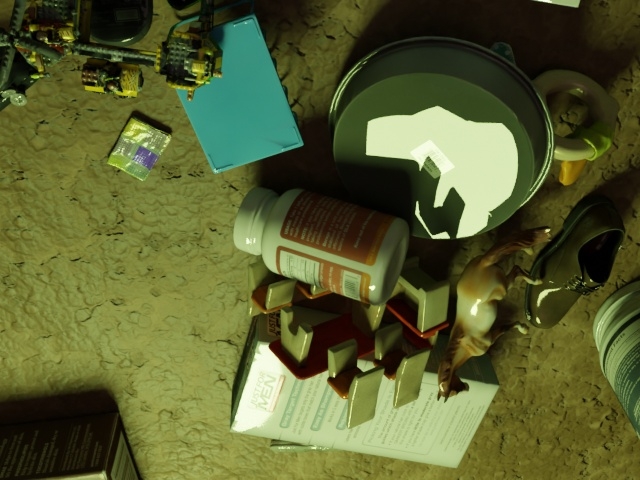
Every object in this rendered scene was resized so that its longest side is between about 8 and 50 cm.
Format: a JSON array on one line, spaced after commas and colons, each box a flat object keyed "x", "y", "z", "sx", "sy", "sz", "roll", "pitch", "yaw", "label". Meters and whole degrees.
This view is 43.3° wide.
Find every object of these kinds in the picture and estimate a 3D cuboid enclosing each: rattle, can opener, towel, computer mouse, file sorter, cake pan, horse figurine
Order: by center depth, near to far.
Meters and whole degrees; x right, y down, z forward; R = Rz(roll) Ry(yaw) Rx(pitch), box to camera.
[{"x": -0.207, "y": -0.361, "z": 0.912, "sx": 0.184, "sy": 0.060, "sz": 0.262, "roll": -9, "pitch": 110, "yaw": 6, "label": "computer mouse"}, {"x": -0.104, "y": -0.193, "z": 0.991, "sx": 0.118, "sy": 0.104, "sz": 0.170, "roll": -17, "pitch": 121, "yaw": 8, "label": "file sorter"}, {"x": -0.430, "y": -0.173, "z": 1.020, "sx": 0.186, "sy": 0.073, "sz": 0.059, "roll": -36, "pitch": 156, "yaw": 20, "label": "can opener"}, {"x": 0.145, "y": -0.114, "z": 1.026, "sx": 0.293, "sy": 0.054, "sz": 0.293, "roll": 11, "pitch": 133, "yaw": 12, "label": "cake pan"}, {"x": 0.282, "y": -0.167, "z": 1.077, "sx": 0.200, "sy": 0.143, "sz": 0.130, "roll": 19, "pitch": 87, "yaw": 2, "label": "rattle"}, {"x": -0.243, "y": -0.123, "z": 1.081, "sx": 0.060, "sy": 0.009, "sz": 0.083, "roll": 29, "pitch": 115, "yaw": -20, "label": "towel"}, {"x": 0.244, "y": 0.094, "z": 1.158, "sx": 0.175, "sy": 0.066, "sz": 0.263, "roll": -4, "pitch": 115, "yaw": -39, "label": "horse figurine"}]

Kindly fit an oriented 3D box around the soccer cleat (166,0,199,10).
[{"x": -0.109, "y": -0.328, "z": 0.926, "sx": 0.179, "sy": 0.072, "sz": 0.060, "roll": -39, "pitch": 116, "yaw": 18, "label": "soccer cleat"}]

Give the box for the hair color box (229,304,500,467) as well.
[{"x": 0.062, "y": 0.226, "z": 1.256, "sx": 0.375, "sy": 0.113, "sz": 0.185, "roll": 12, "pitch": 120, "yaw": -12, "label": "hair color box"}]

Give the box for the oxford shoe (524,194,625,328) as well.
[{"x": 0.367, "y": 0.050, "z": 1.178, "sx": 0.083, "sy": 0.096, "sz": 0.227, "roll": 12, "pitch": 122, "yaw": -13, "label": "oxford shoe"}]

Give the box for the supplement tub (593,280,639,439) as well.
[{"x": 0.525, "y": 0.198, "z": 1.174, "sx": 0.191, "sy": 0.272, "sz": 0.191, "roll": -2, "pitch": 122, "yaw": -2, "label": "supplement tub"}]

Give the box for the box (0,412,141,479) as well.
[{"x": -0.504, "y": 0.413, "z": 1.320, "sx": 0.382, "sy": 0.143, "sz": 0.191, "roll": -7, "pitch": 122, "yaw": 2, "label": "box"}]

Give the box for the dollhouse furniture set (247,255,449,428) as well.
[{"x": 0.055, "y": 0.127, "z": 1.128, "sx": 0.259, "sy": 0.262, "sz": 0.135, "roll": -17, "pitch": 129, "yaw": -31, "label": "dollhouse furniture set"}]

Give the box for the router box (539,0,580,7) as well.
[{"x": 0.134, "y": -0.422, "z": 0.821, "sx": 0.336, "sy": 0.082, "sz": 0.301, "roll": 14, "pitch": 122, "yaw": 10, "label": "router box"}]

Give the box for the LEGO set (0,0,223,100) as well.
[{"x": -0.202, "y": -0.291, "z": 0.791, "sx": 0.255, "sy": 0.192, "sz": 0.331, "roll": 16, "pitch": 107, "yaw": -1, "label": "LEGO set"}]

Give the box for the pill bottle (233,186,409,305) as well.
[{"x": 0.000, "y": 0.000, "z": 1.075, "sx": 0.216, "sy": 0.121, "sz": 0.121, "roll": 18, "pitch": 122, "yaw": 16, "label": "pill bottle"}]

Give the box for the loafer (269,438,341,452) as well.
[{"x": -0.023, "y": 0.337, "z": 1.367, "sx": 0.125, "sy": 0.039, "sz": 0.045, "roll": 0, "pitch": 155, "yaw": 0, "label": "loafer"}]
